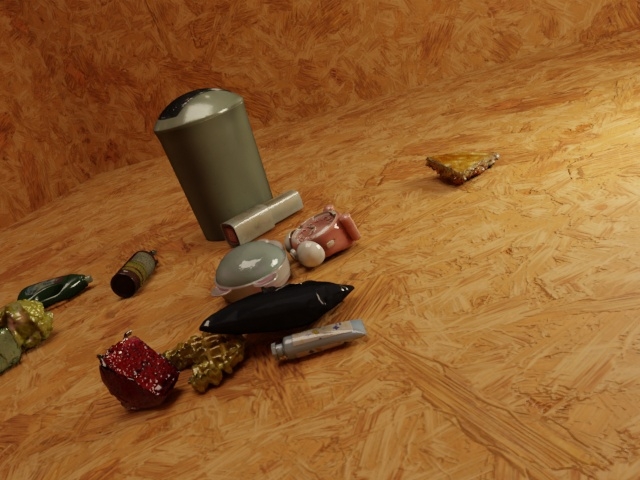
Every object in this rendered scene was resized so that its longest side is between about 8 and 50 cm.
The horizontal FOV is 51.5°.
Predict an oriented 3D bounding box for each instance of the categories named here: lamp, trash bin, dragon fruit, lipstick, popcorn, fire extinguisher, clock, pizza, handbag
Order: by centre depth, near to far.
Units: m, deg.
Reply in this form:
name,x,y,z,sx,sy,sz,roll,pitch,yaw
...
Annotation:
name,x,y,z,sx,sy,sz,roll,pitch,yaw
dragon fruit,-0.333,0.252,1.214,0.147,0.096,0.102,33,43,10
handbag,-0.076,0.128,1.279,0.254,0.089,0.211,-13,2,19
lamp,-0.156,0.056,1.550,0.179,0.108,0.246,-10,21,14
clock,0.000,0.000,1.594,0.162,0.093,0.166,-33,23,-10
popcorn,-0.752,0.211,1.677,0.145,0.126,0.126,8,16,15
pizza,0.371,-0.191,1.785,0.201,0.053,0.193,2,25,21
fire extinguisher,-0.529,0.078,1.885,0.106,0.075,0.252,-16,20,12
lipstick,-0.166,-0.070,1.934,0.253,0.077,0.079,-33,24,-33
trash bin,-0.313,-0.242,2.005,0.280,0.432,0.280,-17,20,7

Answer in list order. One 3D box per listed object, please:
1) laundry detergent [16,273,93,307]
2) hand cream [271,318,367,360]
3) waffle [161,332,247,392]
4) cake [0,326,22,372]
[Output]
name,x,y,z,sx,sy,sz,roll,pitch,yaw
laundry detergent,-0.777,0.150,1.954,0.210,0.063,0.137,-17,21,0
hand cream,-0.003,0.175,1.179,0.170,0.043,0.065,-17,19,0
waffle,-0.224,0.219,1.260,0.194,0.051,0.149,2,27,45
cake,-0.846,0.276,1.618,0.235,0.100,0.099,-6,23,33
